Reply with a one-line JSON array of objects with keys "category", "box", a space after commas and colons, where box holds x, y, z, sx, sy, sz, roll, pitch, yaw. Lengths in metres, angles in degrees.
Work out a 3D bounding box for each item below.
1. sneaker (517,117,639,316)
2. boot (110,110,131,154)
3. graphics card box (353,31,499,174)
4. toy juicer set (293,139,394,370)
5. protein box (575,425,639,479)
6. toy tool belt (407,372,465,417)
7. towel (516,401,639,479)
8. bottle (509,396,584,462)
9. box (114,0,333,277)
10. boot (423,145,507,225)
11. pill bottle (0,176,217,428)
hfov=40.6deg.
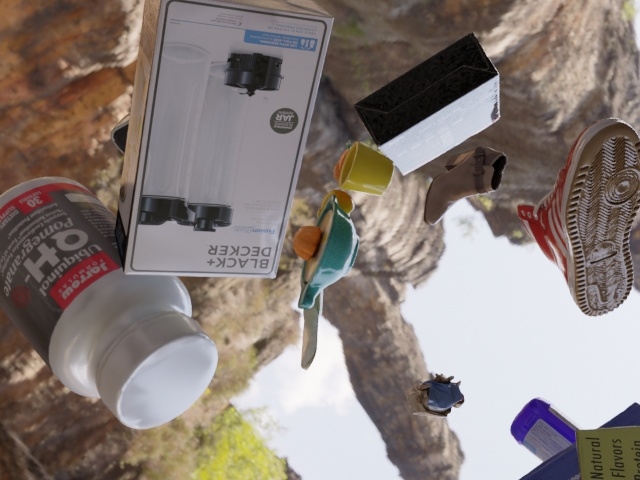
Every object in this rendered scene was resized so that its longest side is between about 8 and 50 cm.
[{"category": "sneaker", "box": [0.128, -0.023, 0.434, 0.042, 0.118, 0.067, -17, -138, -4]}, {"category": "boot", "box": [-0.146, -0.193, 1.070, 0.244, 0.088, 0.176, -7, -138, 51]}, {"category": "graphics card box", "box": [0.205, -0.232, 1.568, 0.233, 0.094, 0.371, -30, 172, 10]}, {"category": "toy juicer set", "box": [0.000, 0.000, 1.281, 0.209, 0.089, 0.329, -109, -141, -73]}, {"category": "protein box", "box": [0.324, 0.256, 0.686, 0.201, 0.136, 0.199, -9, -120, 22]}, {"category": "toy tool belt", "box": [0.152, 0.191, 1.073, 0.051, 0.083, 0.052, -61, -142, 43]}, {"category": "towel", "box": [0.432, 0.414, 1.161, 0.243, 0.040, 0.336, -37, -124, 9]}, {"category": "bottle", "box": [0.449, 0.379, 1.430, 0.283, 0.118, 0.092, 39, -91, 29]}, {"category": "box", "box": [-0.104, -0.106, 0.869, 0.169, 0.290, 0.087, 3, -152, -23]}, {"category": "boot", "box": [0.189, -0.071, 1.119, 0.087, 0.042, 0.118, 8, -110, 48]}, {"category": "pill bottle", "box": [-0.264, 0.072, 1.017, 0.176, 0.176, 0.318, -42, -125, -15]}]
